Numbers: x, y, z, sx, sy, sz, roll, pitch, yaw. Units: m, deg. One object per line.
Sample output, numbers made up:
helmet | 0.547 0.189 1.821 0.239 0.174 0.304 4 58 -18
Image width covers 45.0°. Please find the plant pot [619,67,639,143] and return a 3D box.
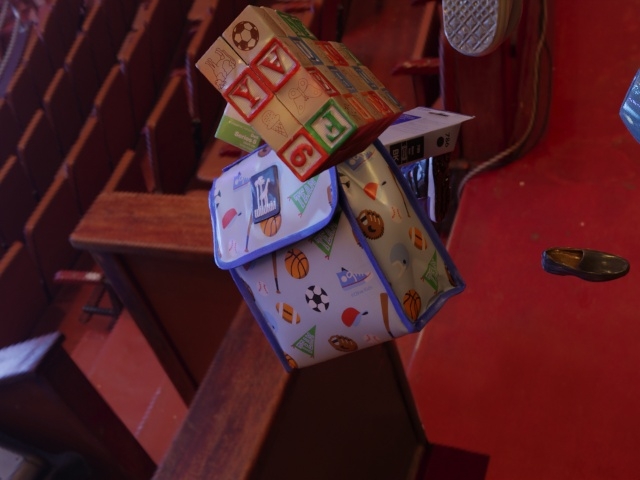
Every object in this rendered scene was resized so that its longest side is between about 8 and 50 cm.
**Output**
plant pot | 0.901 -0.359 2.015 0.195 0.290 0.290 24 55 13

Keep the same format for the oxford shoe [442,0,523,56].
oxford shoe | 0.294 -0.555 1.352 0.169 0.450 0.130 14 26 34

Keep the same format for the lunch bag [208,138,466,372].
lunch bag | 0.000 0.000 1.339 0.327 0.386 0.239 -24 6 40

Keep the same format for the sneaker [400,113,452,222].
sneaker | 0.241 -0.179 1.861 0.124 0.284 0.107 17 36 29

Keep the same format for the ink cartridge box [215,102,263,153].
ink cartridge box | -0.145 -0.365 1.917 0.114 0.273 0.198 24 12 0

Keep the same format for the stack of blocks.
stack of blocks | -0.008 -0.181 0.931 0.087 0.171 0.297 -43 -2 20

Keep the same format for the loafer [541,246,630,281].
loafer | 0.526 0.045 1.542 0.169 0.061 0.062 2 68 22

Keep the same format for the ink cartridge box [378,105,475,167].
ink cartridge box | 0.146 -0.202 1.563 0.332 0.065 0.165 -21 27 -33
